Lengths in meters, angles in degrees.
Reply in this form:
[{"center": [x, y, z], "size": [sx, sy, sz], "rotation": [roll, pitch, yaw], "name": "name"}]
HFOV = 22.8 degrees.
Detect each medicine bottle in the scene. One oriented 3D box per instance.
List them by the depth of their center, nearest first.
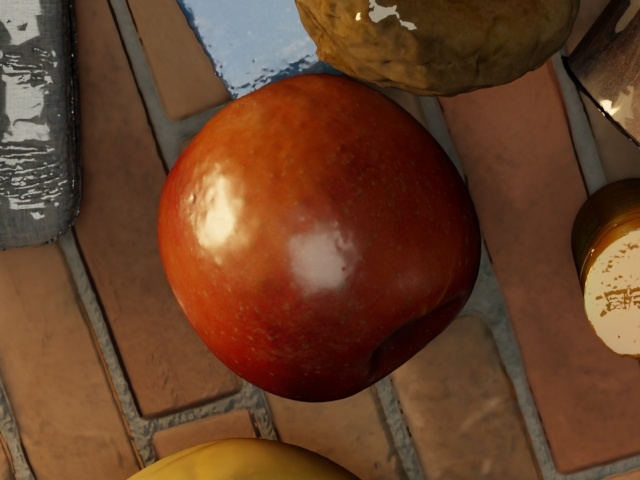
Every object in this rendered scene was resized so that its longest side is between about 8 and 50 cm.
[{"center": [0.225, 0.017, 1.098], "size": [0.096, 0.192, 0.096], "rotation": [1, 102, 6], "name": "medicine bottle"}]

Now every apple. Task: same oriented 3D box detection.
[{"center": [0.000, 0.000, 1.109], "size": [0.218, 0.218, 0.201], "rotation": [-37, 70, 11], "name": "apple"}]

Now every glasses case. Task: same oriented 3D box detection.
[{"center": [-0.236, -0.131, 1.182], "size": [0.109, 0.067, 0.282], "rotation": [0, 103, 4], "name": "glasses case"}]

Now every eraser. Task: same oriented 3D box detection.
[{"center": [-0.069, -0.252, 1.154], "size": [0.144, 0.042, 0.312], "rotation": [-29, 97, 10], "name": "eraser"}]

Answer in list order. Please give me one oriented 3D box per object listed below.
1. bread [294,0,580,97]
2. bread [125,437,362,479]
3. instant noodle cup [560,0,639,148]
[{"center": [0.070, -0.200, 1.079], "size": [0.230, 0.123, 0.230], "rotation": [8, 74, -28], "name": "bread"}, {"center": [-0.038, 0.365, 1.166], "size": [0.329, 0.245, 0.424], "rotation": [-18, 102, 9], "name": "bread"}, {"center": [0.292, -0.142, 1.059], "size": [0.217, 0.217, 0.207], "rotation": [40, 109, -2], "name": "instant noodle cup"}]
